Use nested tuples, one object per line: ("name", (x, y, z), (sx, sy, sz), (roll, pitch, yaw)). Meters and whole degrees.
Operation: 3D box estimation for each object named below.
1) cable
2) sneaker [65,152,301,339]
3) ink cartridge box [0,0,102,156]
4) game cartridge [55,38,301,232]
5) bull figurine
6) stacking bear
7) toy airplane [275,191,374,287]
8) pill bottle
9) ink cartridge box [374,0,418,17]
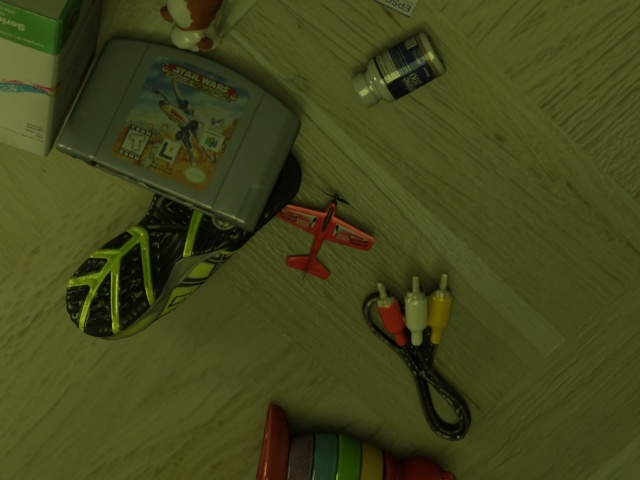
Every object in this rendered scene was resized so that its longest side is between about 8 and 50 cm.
("cable", (0.141, 0.176, 2.105), (0.140, 0.072, 0.287), (-7, 109, 11))
("sneaker", (-0.193, -0.005, 2.039), (0.385, 0.147, 0.145), (-36, 79, -3))
("ink cartridge box", (-0.362, -0.275, 1.850), (0.117, 0.201, 0.278), (19, 144, -2))
("game cartridge", (-0.189, -0.156, 1.967), (0.297, 0.062, 0.198), (22, 83, 4))
("bull figurine", (-0.161, -0.397, 1.872), (0.188, 0.101, 0.310), (-39, 125, -20))
("stacking bear", (0.053, 0.366, 2.137), (0.289, 0.164, 0.175), (8, 109, -4))
("toy airplane", (0.000, 0.000, 2.075), (0.151, 0.028, 0.151), (1, 109, 4))
("pill bottle", (0.106, -0.231, 1.969), (0.120, 0.067, 0.067), (-28, 105, 12))
("ink cartridge box", (0.072, -0.423, 1.902), (0.206, 0.045, 0.208), (25, 132, -5))
